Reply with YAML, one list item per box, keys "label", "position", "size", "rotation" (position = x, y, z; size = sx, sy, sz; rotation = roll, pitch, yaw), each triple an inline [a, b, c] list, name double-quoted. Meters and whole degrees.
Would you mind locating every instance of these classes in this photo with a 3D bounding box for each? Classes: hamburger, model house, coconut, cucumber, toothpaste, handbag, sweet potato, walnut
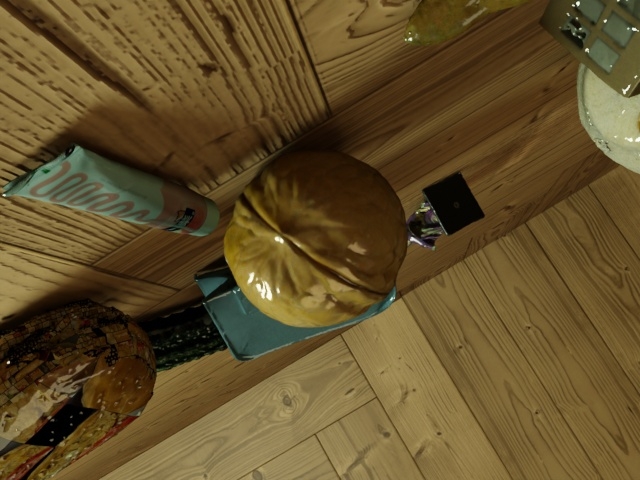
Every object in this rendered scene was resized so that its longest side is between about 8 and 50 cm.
- label: "hamburger"
  position: [-0.267, 0.156, 0.736]
  size: [0.231, 0.107, 0.231]
  rotation: [-31, 150, -20]
- label: "model house"
  position: [0.310, -0.234, 0.542]
  size: [0.180, 0.176, 0.248]
  rotation: [-25, 151, -29]
- label: "coconut"
  position: [0.421, -0.182, 0.846]
  size: [0.234, 0.224, 0.224]
  rotation: [-6, 156, -36]
- label: "cucumber"
  position: [-0.200, 0.130, 0.955]
  size: [0.077, 0.077, 0.265]
  rotation: [-39, 164, 36]
- label: "toothpaste"
  position: [-0.132, -0.031, 0.531]
  size: [0.056, 0.036, 0.205]
  rotation: [-32, 165, 13]
- label: "handbag"
  position: [-0.024, 0.057, 0.914]
  size: [0.229, 0.062, 0.179]
  rotation: [-19, 147, -3]
- label: "sweet potato"
  position: [0.136, -0.186, 0.506]
  size: [0.182, 0.054, 0.053]
  rotation: [-30, 160, 9]
- label: "walnut"
  position: [0.000, 0.000, 0.688]
  size: [0.165, 0.165, 0.197]
  rotation: [-33, 161, 10]

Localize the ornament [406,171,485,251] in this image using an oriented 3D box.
- label: "ornament"
  position: [0.179, -0.022, 1.222]
  size: [0.088, 0.081, 0.203]
  rotation: [-24, 167, -27]
